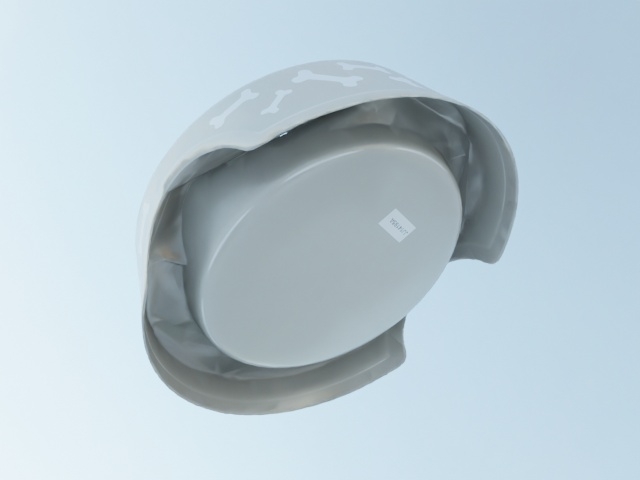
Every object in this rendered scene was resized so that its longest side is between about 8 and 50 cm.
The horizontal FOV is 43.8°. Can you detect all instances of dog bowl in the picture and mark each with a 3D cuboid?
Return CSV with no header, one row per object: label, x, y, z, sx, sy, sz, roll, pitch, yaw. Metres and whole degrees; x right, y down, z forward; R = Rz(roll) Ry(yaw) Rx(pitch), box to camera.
dog bowl,0.000,0.000,0.699,0.102,0.348,0.349,56,-37,40
